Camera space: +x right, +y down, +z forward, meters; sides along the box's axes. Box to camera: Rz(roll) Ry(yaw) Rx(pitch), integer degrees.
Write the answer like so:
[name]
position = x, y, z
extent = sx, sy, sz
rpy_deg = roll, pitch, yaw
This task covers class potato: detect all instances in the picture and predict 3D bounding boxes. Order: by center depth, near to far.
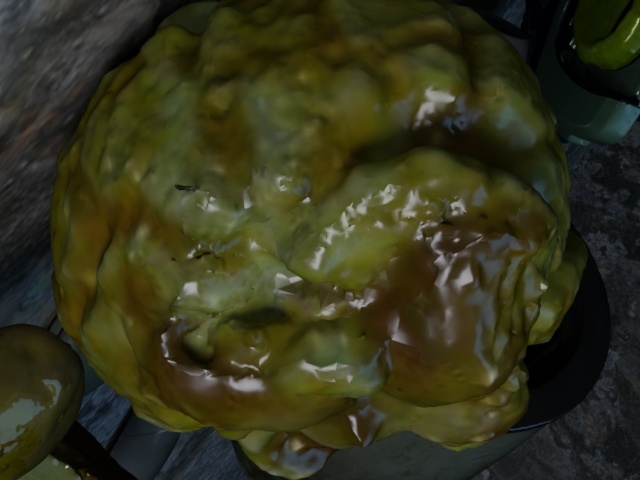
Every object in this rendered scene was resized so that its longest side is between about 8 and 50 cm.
[potato]
position = -0.181, 0.091, 0.692
extent = 0.138, 0.070, 0.091
rpy_deg = -19, 139, -8

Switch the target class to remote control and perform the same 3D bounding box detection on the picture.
[remote control]
position = -0.141, 0.162, 1.240
extent = 0.229, 0.044, 0.073
rpy_deg = -57, 165, 26

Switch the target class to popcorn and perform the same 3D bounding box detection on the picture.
[popcorn]
position = -0.007, -0.004, 0.717
extent = 0.282, 0.282, 0.247
rpy_deg = 114, -20, -52

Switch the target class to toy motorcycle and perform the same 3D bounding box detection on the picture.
[toy motorcycle]
position = 0.260, -0.160, 1.251
extent = 0.199, 0.191, 0.326
rpy_deg = -67, -155, 14

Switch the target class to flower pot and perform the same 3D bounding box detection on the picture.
[flower pot]
position = 0.064, 0.108, 1.319
extent = 0.293, 0.293, 0.330
rpy_deg = -43, 173, -38

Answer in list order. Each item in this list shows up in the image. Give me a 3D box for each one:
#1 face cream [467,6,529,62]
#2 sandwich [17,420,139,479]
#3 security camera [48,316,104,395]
[face cream]
position = 0.135, -0.150, 1.240
extent = 0.095, 0.091, 0.091
rpy_deg = -65, 165, 22
[sandwich]
position = -0.205, 0.186, 0.900
extent = 0.155, 0.227, 0.198
rpy_deg = -47, -156, -8
[security camera]
position = -0.085, 0.037, 1.005
extent = 0.301, 0.080, 0.157
rpy_deg = -31, 158, -53
